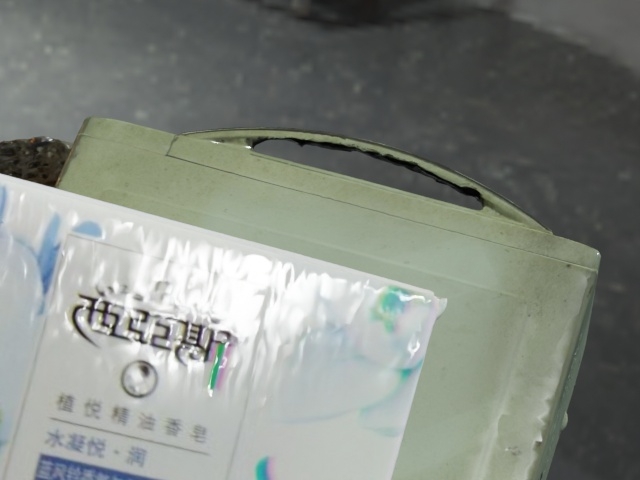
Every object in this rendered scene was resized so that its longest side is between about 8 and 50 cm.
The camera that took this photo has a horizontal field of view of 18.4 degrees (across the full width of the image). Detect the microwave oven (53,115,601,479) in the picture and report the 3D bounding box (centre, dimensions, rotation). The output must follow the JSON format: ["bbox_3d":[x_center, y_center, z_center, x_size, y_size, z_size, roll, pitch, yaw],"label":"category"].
[{"bbox_3d":[-0.022,0.119,1.458,0.394,0.247,0.333,15,65,10],"label":"microwave oven"}]

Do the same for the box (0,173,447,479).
[{"bbox_3d":[-0.105,0.086,0.955,0.274,0.203,0.116,16,-2,-19],"label":"box"}]

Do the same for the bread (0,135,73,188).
[{"bbox_3d":[-0.365,-0.033,1.807,0.337,0.102,0.183,-6,1,-2],"label":"bread"}]
